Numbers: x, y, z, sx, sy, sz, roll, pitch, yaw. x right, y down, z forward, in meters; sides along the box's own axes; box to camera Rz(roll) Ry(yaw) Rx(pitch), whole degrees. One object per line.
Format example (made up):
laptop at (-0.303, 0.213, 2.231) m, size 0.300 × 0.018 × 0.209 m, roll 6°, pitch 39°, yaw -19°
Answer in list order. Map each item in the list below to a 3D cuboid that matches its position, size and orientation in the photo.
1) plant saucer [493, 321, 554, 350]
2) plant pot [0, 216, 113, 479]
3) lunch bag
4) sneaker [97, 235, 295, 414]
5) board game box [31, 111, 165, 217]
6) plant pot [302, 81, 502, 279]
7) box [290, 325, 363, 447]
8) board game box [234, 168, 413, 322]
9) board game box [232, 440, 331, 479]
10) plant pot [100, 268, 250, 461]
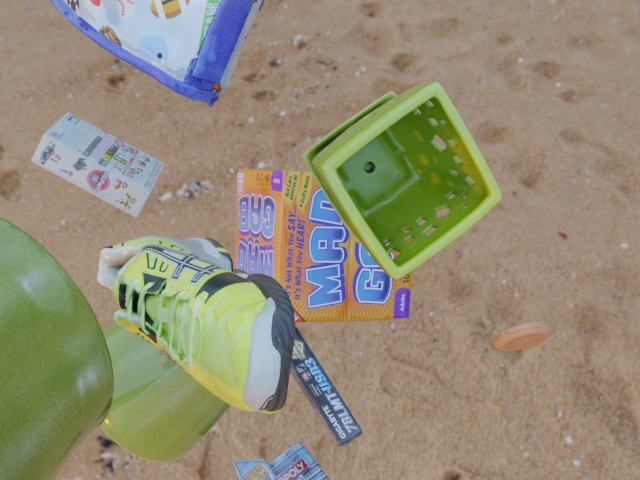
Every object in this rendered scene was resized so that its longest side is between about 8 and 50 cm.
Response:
plant saucer at (0.281, 0.135, 0.972) m, size 0.084 × 0.083 × 0.013 m, roll -9°, pitch 62°, yaw -2°
plant pot at (-0.357, 0.149, 0.512) m, size 0.367 × 0.366 × 0.353 m, roll 23°, pitch 34°, yaw 21°
lunch bag at (-0.182, -0.396, 0.925) m, size 0.239 × 0.327 × 0.385 m, roll 5°, pitch 28°, yaw -44°
sneaker at (-0.146, 0.087, 0.770) m, size 0.147 × 0.145 × 0.385 m, roll 4°, pitch 8°, yaw -28°
board game box at (-0.598, -0.211, 1.926) m, size 0.304 × 0.097 × 0.224 m, roll 28°, pitch 22°, yaw -14°
plant pot at (0.113, -0.107, 1.142) m, size 0.227 × 0.228 × 0.207 m, roll -36°, pitch 21°, yaw -7°
box at (-0.006, 0.369, 1.740) m, size 0.073 × 0.293 × 0.295 m, roll -33°, pitch 77°, yaw -8°
board game box at (0.000, 0.000, 1.818) m, size 0.357 × 0.356 × 0.356 m, roll 1°, pitch 6°, yaw -24°
board game box at (-0.086, 0.510, 1.458) m, size 0.194 × 0.060 × 0.194 m, roll -34°, pitch 71°, yaw -23°
plant pot at (-0.217, 0.188, 1.222) m, size 0.294 × 0.275 × 0.274 m, roll -39°, pitch 50°, yaw 19°
